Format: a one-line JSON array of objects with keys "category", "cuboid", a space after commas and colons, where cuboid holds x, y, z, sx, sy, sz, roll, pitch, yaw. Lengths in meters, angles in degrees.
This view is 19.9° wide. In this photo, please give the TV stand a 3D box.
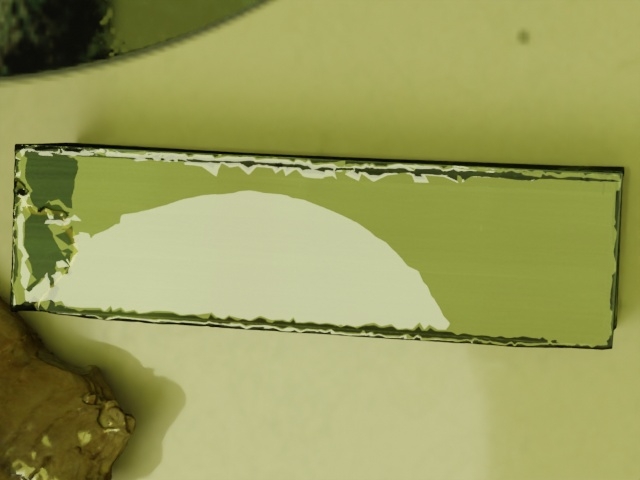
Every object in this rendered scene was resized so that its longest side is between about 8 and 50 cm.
[{"category": "TV stand", "cuboid": [0.000, 0.000, 0.830, 0.269, 0.088, 0.083, 4, 95, 10]}]

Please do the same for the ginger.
[{"category": "ginger", "cuboid": [-0.164, 0.076, 0.880, 0.165, 0.067, 0.096, 42, 100, 19]}]
